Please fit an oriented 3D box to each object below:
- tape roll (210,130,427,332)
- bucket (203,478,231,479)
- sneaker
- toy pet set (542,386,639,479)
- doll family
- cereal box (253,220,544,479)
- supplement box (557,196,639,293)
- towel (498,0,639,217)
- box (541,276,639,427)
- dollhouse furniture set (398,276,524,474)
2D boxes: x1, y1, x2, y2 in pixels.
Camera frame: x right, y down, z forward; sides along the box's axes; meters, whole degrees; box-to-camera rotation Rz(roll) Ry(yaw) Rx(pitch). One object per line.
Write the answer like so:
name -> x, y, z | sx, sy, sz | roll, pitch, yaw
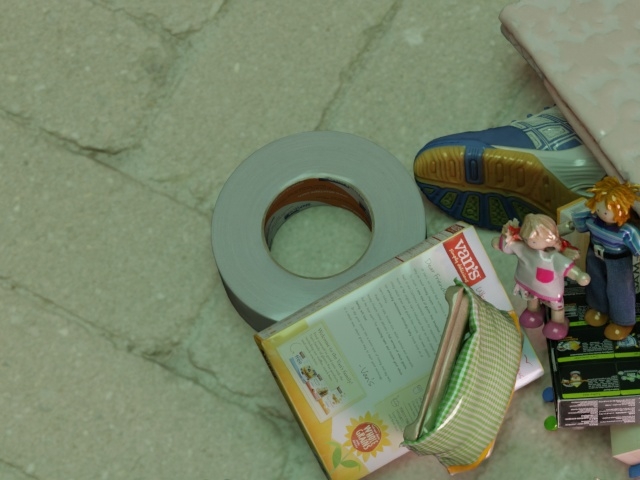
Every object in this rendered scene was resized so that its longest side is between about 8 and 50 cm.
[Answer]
tape roll -> 0.000, 0.000, 2.008 | 0.219, 0.072, 0.219 | -1, 66, 3
bucket -> -0.093, 0.360, 1.759 | 0.183, 0.281, 0.281 | -34, 68, -16
sneaker -> 0.245, -0.089, 2.024 | 0.297, 0.112, 0.131 | 2, 49, 4
toy pet set -> 0.285, 0.197, 1.918 | 0.114, 0.065, 0.122 | -20, 58, 34
doll family -> 0.294, 0.028, 1.839 | 0.263, 0.163, 0.118 | 26, 49, 33
cereal box -> 0.078, 0.111, 1.921 | 0.240, 0.047, 0.173 | -28, 102, -9
supplement box -> 0.279, 0.008, 1.950 | 0.036, 0.062, 0.098 | -23, 40, -24
towel -> 0.392, -0.180, 1.982 | 0.332, 0.053, 0.317 | -23, 54, -14
box -> 0.316, 0.101, 1.912 | 0.191, 0.045, 0.184 | -4, 41, 3
dollhouse furniture set -> 0.165, 0.208, 1.793 | 0.151, 0.197, 0.301 | 15, 84, 18
